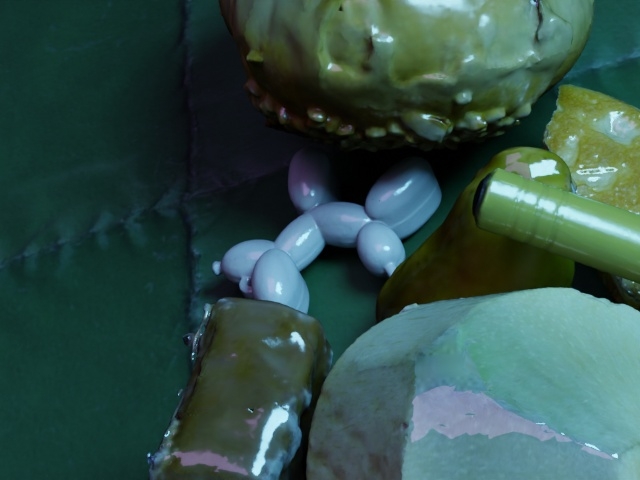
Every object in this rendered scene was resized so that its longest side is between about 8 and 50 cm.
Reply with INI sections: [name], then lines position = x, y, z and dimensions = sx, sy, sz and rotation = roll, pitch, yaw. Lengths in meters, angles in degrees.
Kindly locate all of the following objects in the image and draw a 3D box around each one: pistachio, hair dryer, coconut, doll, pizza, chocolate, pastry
[pistachio]
position = 0.121, 0.018, 1.006
dimensions = 0.189, 0.100, 0.110
rotation = -51, 58, 25
[hair dryer]
position = 0.233, 0.005, 0.913
dimensions = 0.279, 0.090, 0.135
rotation = 19, 57, 0
[coconut]
position = 0.121, 0.141, 0.827
dimensions = 0.259, 0.259, 0.259
rotation = -13, 48, 15
[doll]
position = 0.000, 0.000, 1.117
dimensions = 0.161, 0.059, 0.160
rotation = 7, 54, 29
[pizza]
position = 0.226, -0.015, 1.020
dimensions = 0.127, 0.058, 0.246
rotation = -22, 55, -18
[chocolate]
position = -0.044, 0.150, 0.921
dimensions = 0.093, 0.214, 0.148
rotation = 11, 54, 11
[pastry]
position = 0.061, -0.164, 1.126
dimensions = 0.285, 0.184, 0.315
rotation = -10, 30, -23
